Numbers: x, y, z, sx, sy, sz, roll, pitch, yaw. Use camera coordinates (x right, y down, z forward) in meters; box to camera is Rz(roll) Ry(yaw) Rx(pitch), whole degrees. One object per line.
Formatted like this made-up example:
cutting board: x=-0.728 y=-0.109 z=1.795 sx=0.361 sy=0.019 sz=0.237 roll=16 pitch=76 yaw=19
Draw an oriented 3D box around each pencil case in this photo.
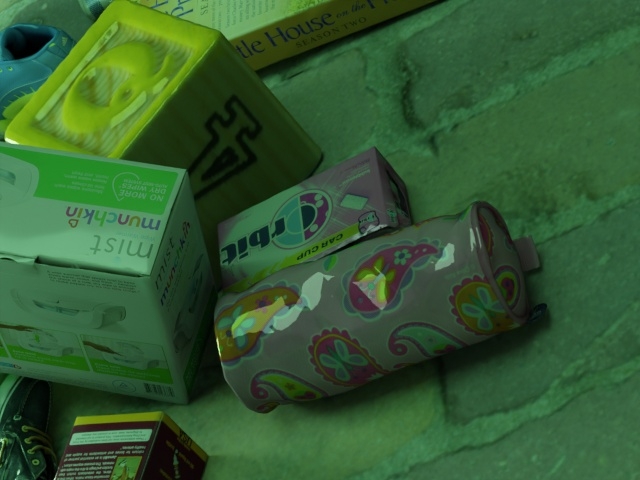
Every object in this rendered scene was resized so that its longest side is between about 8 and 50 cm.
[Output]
pencil case: x=0.047 y=0.059 z=1.699 sx=0.284 sy=0.124 sz=0.124 roll=-22 pitch=44 yaw=21

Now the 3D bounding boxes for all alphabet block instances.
alphabet block: x=-0.154 y=-0.095 z=1.928 sx=0.192 sy=0.197 sz=0.193 roll=22 pitch=70 yaw=47

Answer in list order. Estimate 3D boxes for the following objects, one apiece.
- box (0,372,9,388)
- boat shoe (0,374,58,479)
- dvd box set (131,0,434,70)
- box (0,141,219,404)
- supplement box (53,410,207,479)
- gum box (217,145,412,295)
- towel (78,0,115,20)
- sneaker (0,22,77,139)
box: x=-0.322 y=0.080 z=1.985 sx=0.113 sy=0.094 sz=0.275 roll=-4 pitch=52 yaw=35
boat shoe: x=-0.278 y=0.204 z=1.869 sx=0.083 sy=0.065 sz=0.183 roll=-2 pitch=61 yaw=36
dvd box set: x=-0.017 y=-0.328 z=2.115 sx=0.420 sy=0.062 sz=0.307 roll=-20 pitch=45 yaw=19
box: x=-0.246 y=0.029 z=1.797 sx=0.262 sy=0.231 sz=0.126 roll=9 pitch=57 yaw=13
supplement box: x=-0.185 y=0.253 z=1.732 sx=0.104 sy=0.081 sz=0.188 roll=-7 pitch=50 yaw=33
gum box: x=0.000 y=0.000 z=1.825 sx=0.188 sy=0.062 sz=0.107 roll=-26 pitch=42 yaw=18
towel: x=-0.195 y=-0.400 z=2.361 sx=0.285 sy=0.034 sz=0.209 roll=-34 pitch=41 yaw=8
sneaker: x=-0.355 y=-0.193 z=2.230 sx=0.240 sy=0.126 sz=0.091 roll=-14 pitch=47 yaw=28
